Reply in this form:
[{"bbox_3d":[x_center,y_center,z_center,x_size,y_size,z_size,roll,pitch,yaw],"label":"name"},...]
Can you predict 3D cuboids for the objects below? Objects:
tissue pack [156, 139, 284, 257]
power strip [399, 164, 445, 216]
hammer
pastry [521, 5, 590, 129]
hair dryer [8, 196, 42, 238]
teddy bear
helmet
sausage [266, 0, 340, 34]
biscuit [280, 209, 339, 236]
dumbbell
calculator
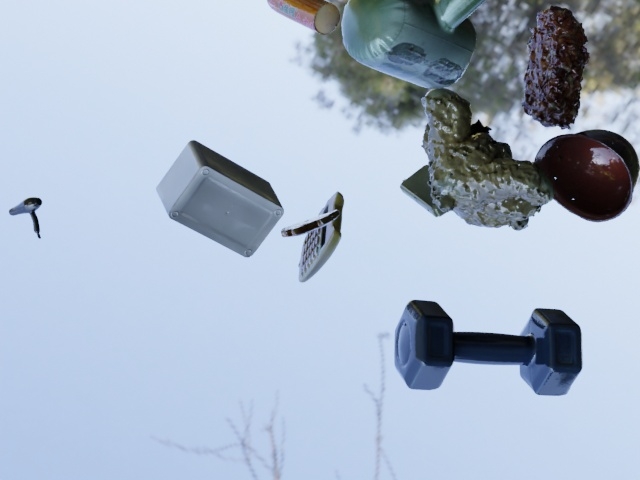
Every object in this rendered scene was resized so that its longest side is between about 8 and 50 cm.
[{"bbox_3d":[-0.231,-0.094,2.602,0.246,0.159,0.136,30,-165,-31],"label":"tissue pack"},{"bbox_3d":[0.212,-0.092,2.099,0.028,0.076,0.169,57,174,-30],"label":"power strip"},{"bbox_3d":[0.195,-0.338,1.477,0.206,0.335,0.119,9,-130,-50],"label":"hammer"},{"bbox_3d":[0.408,-0.298,1.949,0.097,0.208,0.115,-1,-172,-40],"label":"pastry"},{"bbox_3d":[-0.566,-0.039,2.182,0.031,0.079,0.083,-5,-103,-59],"label":"hair dryer"},{"bbox_3d":[0.262,-0.103,1.844,0.267,0.156,0.256,45,-171,22],"label":"teddy bear"},{"bbox_3d":[0.449,-0.122,1.839,0.175,0.155,0.106,8,-147,37],"label":"helmet"},{"bbox_3d":[-0.051,-0.519,2.479,0.071,0.071,0.234,6,-160,-40],"label":"sausage"},{"bbox_3d":[-0.027,-0.026,2.105,0.119,0.130,0.019,-24,-83,-37],"label":"biscuit"},{"bbox_3d":[0.295,0.191,1.980,0.325,0.160,0.144,3,-134,-14],"label":"dumbbell"},{"bbox_3d":[0.000,0.000,2.560,0.033,0.236,0.157,17,-127,-17],"label":"calculator"}]
